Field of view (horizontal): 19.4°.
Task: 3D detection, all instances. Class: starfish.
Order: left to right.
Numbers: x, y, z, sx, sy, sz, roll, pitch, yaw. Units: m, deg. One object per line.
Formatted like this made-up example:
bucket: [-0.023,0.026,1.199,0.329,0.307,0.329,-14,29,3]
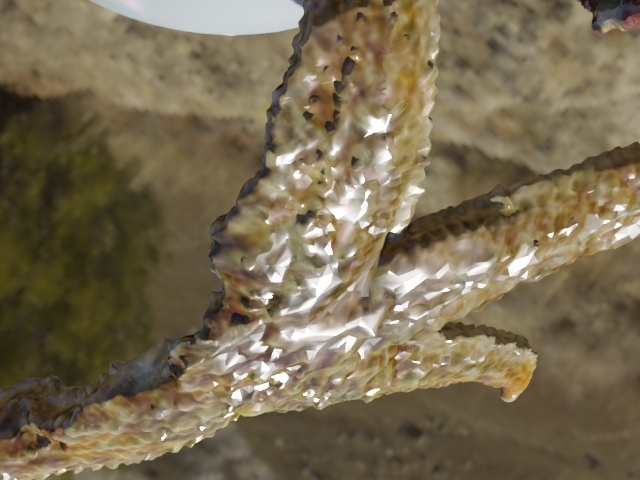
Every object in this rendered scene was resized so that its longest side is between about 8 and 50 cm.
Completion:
starfish: [0.005,0.007,0.856,0.132,0.384,0.398,59,136,36]

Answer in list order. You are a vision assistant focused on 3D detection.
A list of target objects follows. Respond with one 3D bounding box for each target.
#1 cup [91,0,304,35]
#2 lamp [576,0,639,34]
cup: [-0.063,-0.247,1.094,0.347,0.347,0.163,37,143,17]
lamp: [0.173,-0.190,0.771,0.151,0.215,0.223,28,-146,-42]
